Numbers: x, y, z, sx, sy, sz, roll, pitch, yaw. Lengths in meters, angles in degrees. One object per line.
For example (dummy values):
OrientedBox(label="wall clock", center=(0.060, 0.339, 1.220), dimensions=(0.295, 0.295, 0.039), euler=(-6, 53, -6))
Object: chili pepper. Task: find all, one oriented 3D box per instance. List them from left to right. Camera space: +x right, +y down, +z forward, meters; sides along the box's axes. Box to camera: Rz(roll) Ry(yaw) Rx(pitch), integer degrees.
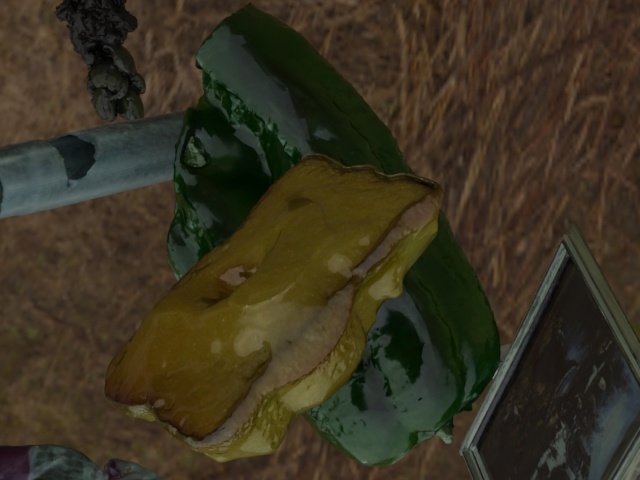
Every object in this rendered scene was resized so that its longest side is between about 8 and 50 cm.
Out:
OrientedBox(label="chili pepper", center=(-0.004, 0.001, 1.212), dimensions=(0.213, 0.167, 0.385), euler=(-33, 84, -9))

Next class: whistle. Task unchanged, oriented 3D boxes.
OrientedBox(label="whistle", center=(-0.170, -0.072, 1.302), dimensions=(0.062, 0.312, 0.062), euler=(12, 109, 38))

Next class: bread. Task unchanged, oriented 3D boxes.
OrientedBox(label="bread", center=(-0.027, 0.046, 0.987), dimensions=(0.088, 0.233, 0.161), euler=(55, 160, -24))

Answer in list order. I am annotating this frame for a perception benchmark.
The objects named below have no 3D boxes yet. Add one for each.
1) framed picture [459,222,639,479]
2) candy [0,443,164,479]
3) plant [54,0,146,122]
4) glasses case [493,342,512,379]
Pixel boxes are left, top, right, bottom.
OrientedBox(label="framed picture", center=(0.200, 0.167, 1.326), dimensions=(0.019, 0.232, 0.296), euler=(4, 128, -20))
OrientedBox(label="candy", center=(-0.143, 0.100, 0.565), dimensions=(0.175, 0.045, 0.043), euler=(-2, 140, 6))
OrientedBox(label="plant", center=(-0.234, -0.207, 1.646), dimensions=(0.085, 0.087, 0.174), euler=(-15, 87, -2))
OrientedBox(label="glasses case", center=(0.301, 0.161, 2.023), dimensions=(0.164, 0.063, 0.041), euler=(-6, 127, -16))
